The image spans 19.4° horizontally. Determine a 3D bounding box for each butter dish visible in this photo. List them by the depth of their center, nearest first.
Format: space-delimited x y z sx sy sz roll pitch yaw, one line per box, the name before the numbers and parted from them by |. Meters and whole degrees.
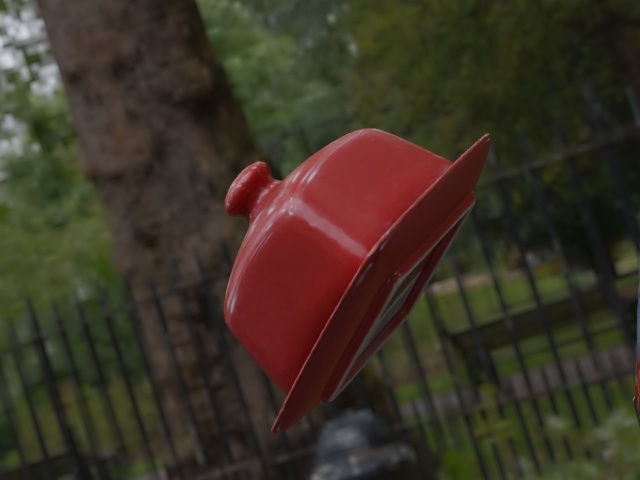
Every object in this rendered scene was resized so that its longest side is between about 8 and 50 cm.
butter dish | 0.000 0.000 1.042 0.160 0.118 0.160 -45 -14 -49

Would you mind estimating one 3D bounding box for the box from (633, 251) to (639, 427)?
box | 0.093 0.048 0.404 0.027 0.094 0.137 -5 39 0
